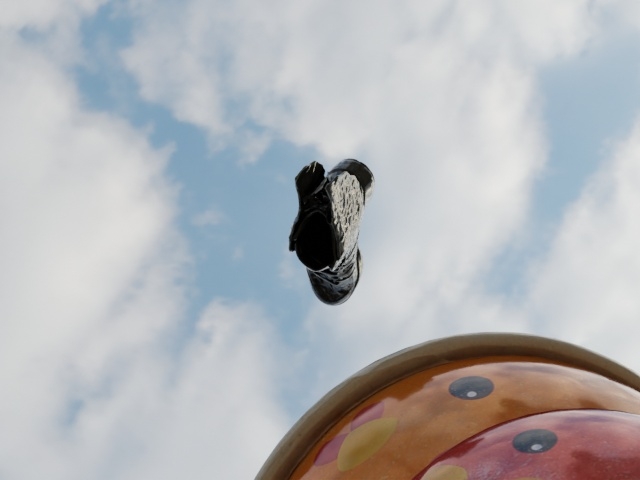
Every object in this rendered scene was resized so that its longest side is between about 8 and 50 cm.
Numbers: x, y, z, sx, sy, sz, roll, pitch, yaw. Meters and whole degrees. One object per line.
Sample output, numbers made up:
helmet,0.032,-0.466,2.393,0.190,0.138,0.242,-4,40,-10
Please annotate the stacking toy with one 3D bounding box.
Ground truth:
stacking toy,0.153,0.203,0.524,0.351,0.480,0.350,2,-98,-13

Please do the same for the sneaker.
sneaker,0.002,0.001,0.933,0.051,0.170,0.089,22,-141,14
